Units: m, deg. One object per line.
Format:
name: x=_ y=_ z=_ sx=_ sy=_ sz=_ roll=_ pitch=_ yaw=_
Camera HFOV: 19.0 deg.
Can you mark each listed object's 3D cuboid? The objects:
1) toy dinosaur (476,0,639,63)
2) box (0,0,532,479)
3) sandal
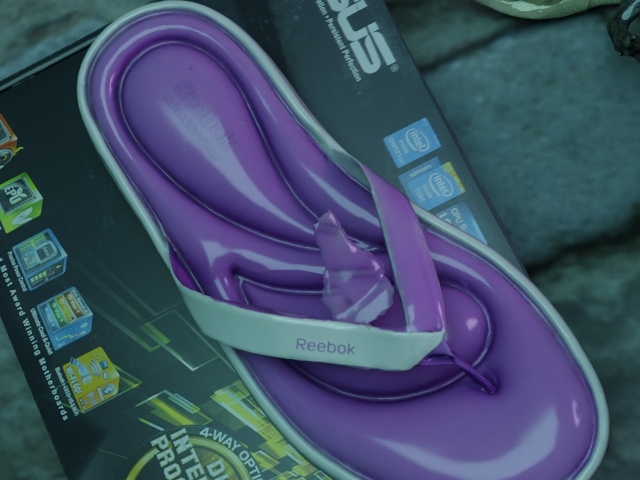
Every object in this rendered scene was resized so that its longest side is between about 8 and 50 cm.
toy dinosaur: x=0.228 y=-0.168 z=1.245 sx=0.268 sy=0.064 sz=0.118 roll=-19 pitch=54 yaw=7
box: x=-0.042 y=0.027 z=1.237 sx=0.318 sy=0.097 sz=0.395 roll=-26 pitch=70 yaw=3
sandal: x=-0.011 y=0.012 z=1.129 sx=0.416 sy=0.102 sz=0.169 roll=43 pitch=88 yaw=20
